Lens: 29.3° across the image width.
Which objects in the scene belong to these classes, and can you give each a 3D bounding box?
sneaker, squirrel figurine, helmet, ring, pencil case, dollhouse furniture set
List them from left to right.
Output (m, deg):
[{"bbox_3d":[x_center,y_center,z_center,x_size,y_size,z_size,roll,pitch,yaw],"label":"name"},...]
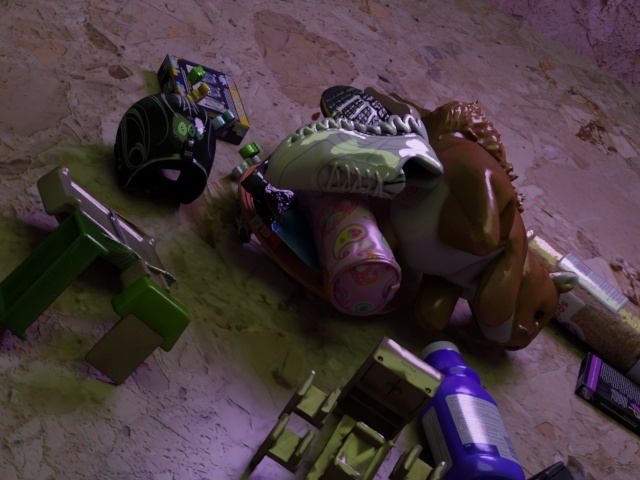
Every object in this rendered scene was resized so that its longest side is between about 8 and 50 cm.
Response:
[{"bbox_3d":[-0.313,0.048,1.627,0.197,0.151,0.301,42,4,-28],"label":"dollhouse furniture set"},{"bbox_3d":[-0.243,-0.151,1.919,0.169,0.169,0.161,14,51,-30],"label":"helmet"},{"bbox_3d":[-0.115,-0.022,1.965,0.035,0.031,0.083,21,31,-23],"label":"sneaker"},{"bbox_3d":[-0.069,-0.079,1.874,0.089,0.051,0.170,45,27,-3],"label":"sneaker"},{"bbox_3d":[0.000,0.000,2.015,0.337,0.032,0.336,31,29,-20],"label":"ring"},{"bbox_3d":[0.040,-0.018,1.864,0.124,0.124,0.284,17,33,-27],"label":"pencil case"},{"bbox_3d":[0.046,0.272,1.610,0.212,0.161,0.242,34,51,2],"label":"dollhouse furniture set"},{"bbox_3d":[0.055,-0.113,1.810,0.292,0.110,0.118,-11,53,-29],"label":"sneaker"},{"bbox_3d":[0.089,-0.145,2.217,0.111,0.121,0.300,-39,97,-34],"label":"sneaker"},{"bbox_3d":[0.269,-0.017,2.022,0.370,0.281,0.396,36,45,-36],"label":"squirrel figurine"}]

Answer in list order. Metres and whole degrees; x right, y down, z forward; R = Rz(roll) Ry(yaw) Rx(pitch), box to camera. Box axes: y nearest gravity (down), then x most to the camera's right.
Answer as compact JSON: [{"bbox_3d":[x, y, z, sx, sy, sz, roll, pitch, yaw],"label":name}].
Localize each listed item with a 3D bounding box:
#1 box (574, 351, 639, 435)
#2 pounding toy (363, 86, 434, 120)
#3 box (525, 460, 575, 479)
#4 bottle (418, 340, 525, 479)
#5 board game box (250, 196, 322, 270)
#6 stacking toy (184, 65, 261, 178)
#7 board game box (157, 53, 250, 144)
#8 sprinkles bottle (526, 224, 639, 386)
[{"bbox_3d":[0.527,0.276,2.153,0.162,0.029,0.116,33,29,3],"label":"box"},{"bbox_3d":[0.181,-0.195,2.431,0.155,0.154,0.269,8,18,-38],"label":"pounding toy"},{"bbox_3d":[0.301,0.484,1.419,0.394,0.097,0.318,59,28,12],"label":"box"},{"bbox_3d":[0.206,0.264,1.780,0.118,0.092,0.282,19,31,-26],"label":"bottle"},{"bbox_3d":[-0.049,-0.009,1.898,0.168,0.033,0.133,46,22,-2],"label":"board game box"},{"bbox_3d":[-0.165,-0.191,2.009,0.167,0.052,0.221,54,-4,0],"label":"stacking toy"},{"bbox_3d":[-0.212,-0.256,2.212,0.141,0.048,0.170,18,32,-29],"label":"board game box"},{"bbox_3d":[0.496,0.123,2.262,0.355,0.121,0.121,40,29,14],"label":"sprinkles bottle"}]
